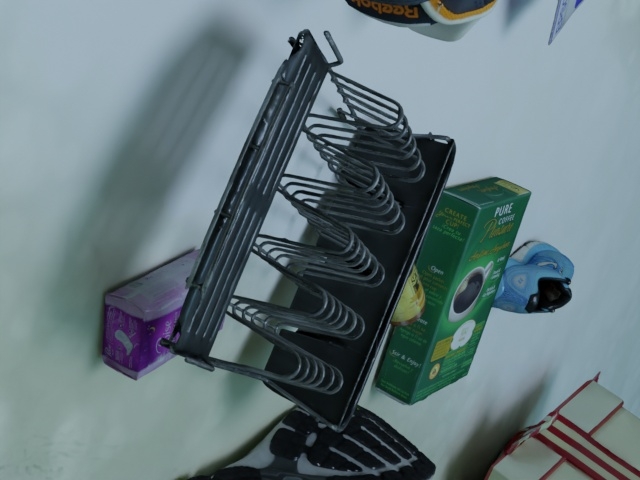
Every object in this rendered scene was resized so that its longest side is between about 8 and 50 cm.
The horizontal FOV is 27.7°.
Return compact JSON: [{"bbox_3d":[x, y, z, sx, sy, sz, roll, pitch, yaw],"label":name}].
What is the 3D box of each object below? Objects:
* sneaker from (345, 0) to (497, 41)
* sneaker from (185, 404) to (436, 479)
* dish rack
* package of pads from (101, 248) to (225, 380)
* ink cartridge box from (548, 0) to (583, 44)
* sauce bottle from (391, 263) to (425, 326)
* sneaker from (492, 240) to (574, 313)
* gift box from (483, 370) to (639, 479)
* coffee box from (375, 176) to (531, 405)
[{"bbox_3d":[0.037,-0.184,0.663,0.321,0.126,0.127,14,99,-63],"label":"sneaker"},{"bbox_3d":[-0.028,0.208,0.945,0.300,0.111,0.121,-17,138,-48],"label":"sneaker"},{"bbox_3d":[0.000,0.000,0.765,0.271,0.074,0.208,43,67,-75],"label":"dish rack"},{"bbox_3d":[-0.087,0.040,0.746,0.083,0.032,0.050,-28,134,-49],"label":"package of pads"},{"bbox_3d":[0.221,-0.282,0.966,0.208,0.045,0.206,-48,158,-33],"label":"ink cartridge box"},{"bbox_3d":[0.050,0.020,0.959,0.042,0.042,0.128,-55,154,-17],"label":"sauce bottle"},{"bbox_3d":[0.205,0.046,1.225,0.162,0.073,0.063,-14,125,-57],"label":"sneaker"},{"bbox_3d":[0.287,0.305,1.394,0.255,0.258,0.276,-24,142,-51],"label":"gift box"},{"bbox_3d":[0.112,0.040,1.091,0.113,0.040,0.184,-17,128,-56],"label":"coffee box"}]
